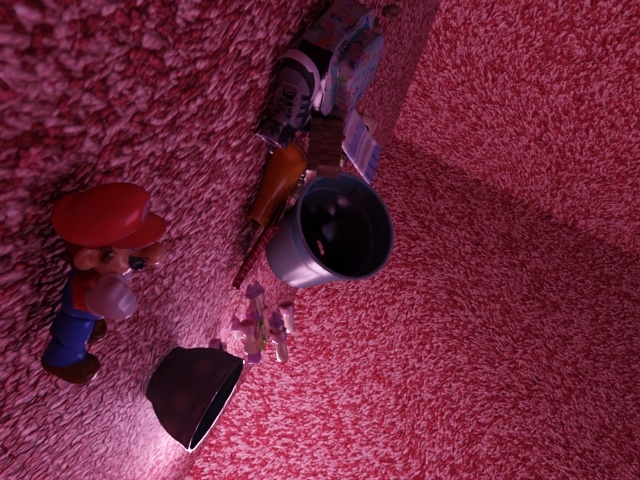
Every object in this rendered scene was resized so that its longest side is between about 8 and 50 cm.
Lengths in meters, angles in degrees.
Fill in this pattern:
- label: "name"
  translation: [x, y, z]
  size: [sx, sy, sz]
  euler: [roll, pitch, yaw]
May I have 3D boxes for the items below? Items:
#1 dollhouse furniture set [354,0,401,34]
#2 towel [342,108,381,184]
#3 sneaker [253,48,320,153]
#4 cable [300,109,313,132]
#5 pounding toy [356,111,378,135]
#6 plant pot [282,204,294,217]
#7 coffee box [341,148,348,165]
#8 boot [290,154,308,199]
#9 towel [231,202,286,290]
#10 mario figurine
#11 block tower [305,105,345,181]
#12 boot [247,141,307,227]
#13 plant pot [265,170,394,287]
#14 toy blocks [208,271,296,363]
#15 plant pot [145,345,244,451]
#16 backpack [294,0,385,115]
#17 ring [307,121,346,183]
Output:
- label: "dollhouse furniture set"
  translation: [0.152, -0.660, 1.450]
  size: [0.123, 0.144, 0.151]
  euler: [89, 15, -85]
- label: "towel"
  translation: [0.160, -0.393, 2.039]
  size: [0.285, 0.034, 0.209]
  euler: [50, 46, -37]
- label: "sneaker"
  translation: [-0.081, -0.307, 1.172]
  size: [0.153, 0.101, 0.268]
  euler: [-62, 176, -23]
- label: "cable"
  translation: [-0.006, -0.403, 1.542]
  size: [0.150, 0.047, 0.184]
  euler: [-60, 179, 31]
- label: "pounding toy"
  translation: [0.168, -0.444, 2.195]
  size: [0.206, 0.094, 0.181]
  euler: [-63, -160, 9]
- label: "plant pot"
  translation: [-0.115, -0.086, 1.937]
  size: [0.083, 0.083, 0.079]
  euler: [-59, -175, -24]
- label: "coffee box"
  translation: [0.083, -0.379, 2.045]
  size: [0.184, 0.113, 0.040]
  euler: [-52, 169, -47]
- label: "boot"
  translation: [-0.066, -0.214, 1.771]
  size: [0.165, 0.077, 0.213]
  euler: [-62, 174, 22]
- label: "towel"
  translation: [-0.192, 0.015, 1.599]
  size: [0.275, 0.031, 0.199]
  euler: [-55, -170, 24]
- label: "mario figurine"
  translation: [-0.295, 0.063, 0.722]
  size: [0.170, 0.198, 0.320]
  euler: [-14, 141, -51]
- label: "block tower"
  translation: [0.022, -0.328, 1.371]
  size: [0.091, 0.097, 0.335]
  euler: [89, 7, -77]
- label: "boot"
  translation: [-0.131, -0.149, 1.426]
  size: [0.211, 0.104, 0.295]
  euler: [-60, 177, -16]
- label: "plant pot"
  translation: [0.000, 0.000, 1.614]
  size: [0.334, 0.341, 0.341]
  euler: [-31, -158, 55]
- label: "toy blocks"
  translation: [-0.266, 0.291, 1.902]
  size: [0.288, 0.309, 0.260]
  euler: [-77, 159, -71]
- label: "plant pot"
  translation: [-0.381, 0.431, 1.472]
  size: [0.293, 0.196, 0.293]
  euler: [-60, 173, -12]
- label: "backpack"
  translation: [0.050, -0.463, 1.243]
  size: [0.225, 0.191, 0.253]
  euler: [100, 15, -66]
- label: "ring"
  translation: [0.015, -0.255, 1.746]
  size: [0.336, 0.032, 0.336]
  euler: [-61, 179, -2]
